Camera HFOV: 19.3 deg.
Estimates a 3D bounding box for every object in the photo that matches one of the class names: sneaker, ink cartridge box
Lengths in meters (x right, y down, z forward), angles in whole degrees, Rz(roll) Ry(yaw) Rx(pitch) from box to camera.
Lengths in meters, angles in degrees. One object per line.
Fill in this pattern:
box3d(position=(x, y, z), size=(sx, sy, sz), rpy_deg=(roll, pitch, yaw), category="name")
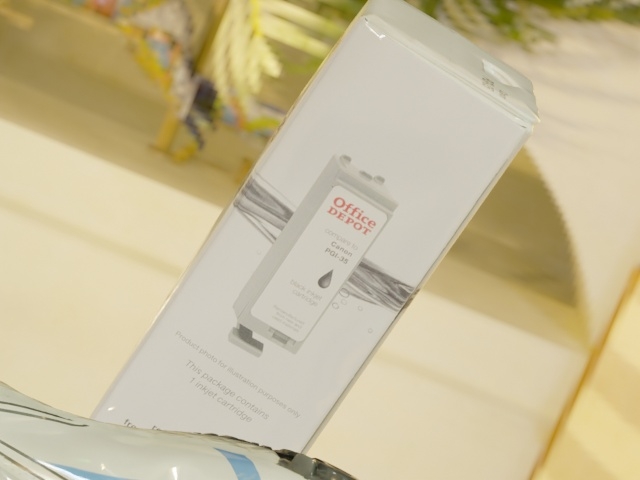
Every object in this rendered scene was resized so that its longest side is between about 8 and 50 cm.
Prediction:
box3d(position=(-0.057, 0.098, 0.615), size=(0.085, 0.237, 0.086), rpy_deg=(108, 178, -82), category="sneaker")
box3d(position=(0.000, 0.000, 1.117), size=(0.283, 0.117, 0.207), rpy_deg=(-56, 3, 13), category="ink cartridge box")
